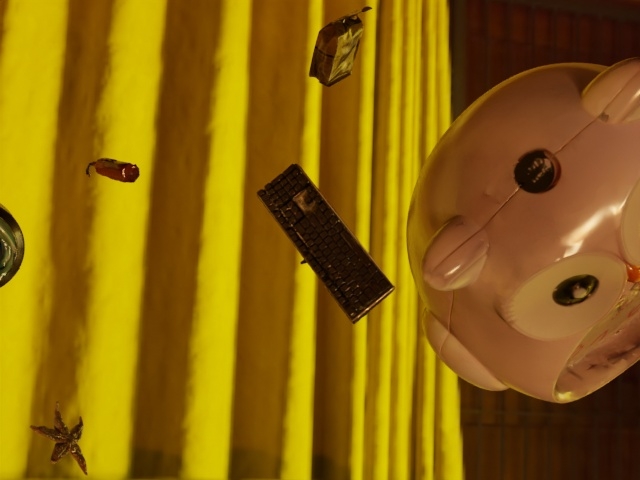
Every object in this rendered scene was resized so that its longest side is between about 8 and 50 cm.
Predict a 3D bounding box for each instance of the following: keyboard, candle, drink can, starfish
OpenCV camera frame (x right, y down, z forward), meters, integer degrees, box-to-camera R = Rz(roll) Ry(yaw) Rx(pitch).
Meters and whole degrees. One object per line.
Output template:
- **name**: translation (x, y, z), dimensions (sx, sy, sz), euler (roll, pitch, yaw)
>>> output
- **keyboard**: translation (0.000, 0.000, 1.735), dimensions (0.106, 0.317, 0.027), euler (-41, -30, 4)
- **candle**: translation (-0.403, -0.133, 1.956), dimensions (0.053, 0.048, 0.162), euler (31, -11, -39)
- **drink can**: translation (-0.435, 0.003, 1.280), dimensions (0.118, 0.118, 0.205), euler (4, 3, -18)
- **starfish**: translation (-0.291, 0.231, 1.177), dimensions (0.016, 0.086, 0.092), euler (-38, 5, 21)

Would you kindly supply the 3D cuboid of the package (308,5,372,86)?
- **package**: translation (0.028, -0.305, 1.560), dimensions (0.047, 0.131, 0.071), euler (36, 46, 20)

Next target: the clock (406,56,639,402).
- **clock**: translation (0.231, -0.025, 0.992), dimensions (0.250, 0.368, 0.377), euler (49, 7, 27)
